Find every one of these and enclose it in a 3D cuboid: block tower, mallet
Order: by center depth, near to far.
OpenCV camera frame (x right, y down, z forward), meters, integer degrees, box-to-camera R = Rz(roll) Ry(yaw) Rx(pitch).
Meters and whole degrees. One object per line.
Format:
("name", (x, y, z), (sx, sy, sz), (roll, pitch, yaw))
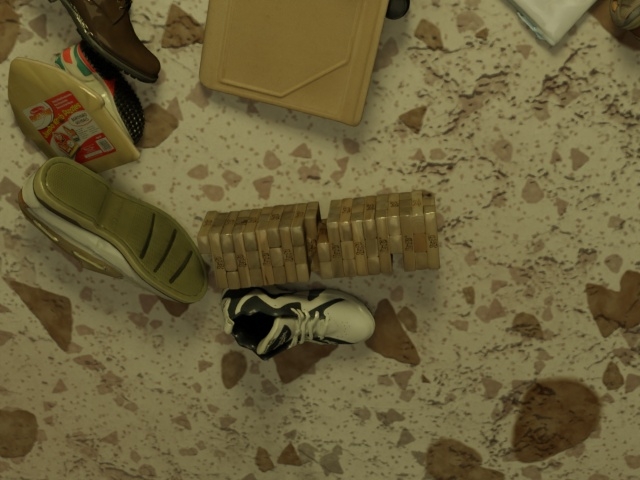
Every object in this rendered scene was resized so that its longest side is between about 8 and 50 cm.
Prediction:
("mallet", (0.076, -0.380, 1.399), (0.039, 0.062, 0.189), (-16, 98, 13))
("block tower", (0.000, 0.000, 1.547), (0.336, 0.091, 0.097), (-4, 114, 7))

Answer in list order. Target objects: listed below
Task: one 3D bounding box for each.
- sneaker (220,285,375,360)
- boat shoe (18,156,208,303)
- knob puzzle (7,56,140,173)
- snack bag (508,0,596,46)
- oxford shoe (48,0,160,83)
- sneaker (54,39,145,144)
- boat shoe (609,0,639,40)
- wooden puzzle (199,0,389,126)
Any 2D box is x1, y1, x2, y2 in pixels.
("sneaker", (-0.037, 0.130, 1.575), (0.235, 0.153, 0.094), (20, 116, -5))
("boat shoe", (-0.298, -0.005, 1.565), (0.302, 0.113, 0.103), (40, 139, -22))
("knob puzzle", (-0.353, -0.177, 1.487), (0.213, 0.030, 0.213), (21, 140, 18))
("snack bag", (0.294, -0.463, 1.340), (0.323, 0.037, 0.342), (39, 112, -14))
("oxford shoe", (-0.282, -0.307, 1.428), (0.096, 0.083, 0.227), (-36, 109, 14))
("sneaker", (-0.309, -0.201, 1.501), (0.075, 0.057, 0.161), (-16, 116, 30))
("boat shoe", (0.512, -0.364, 1.334), (0.116, 0.123, 0.324), (38, 121, -17))
("wooden puzzle", (-0.037, -0.280, 1.428), (0.239, 0.044, 0.221), (17, 122, 7))
